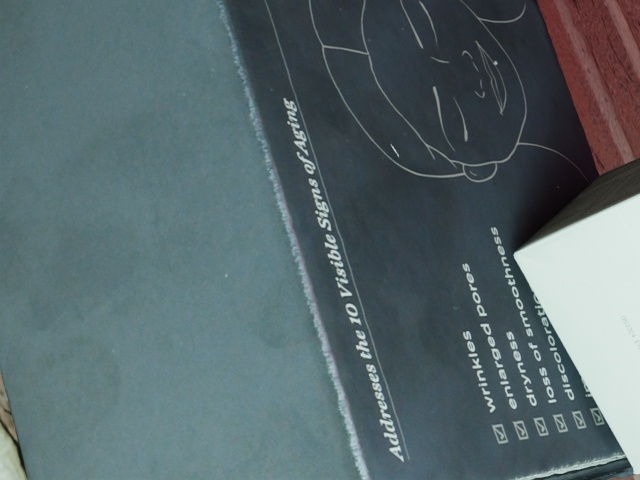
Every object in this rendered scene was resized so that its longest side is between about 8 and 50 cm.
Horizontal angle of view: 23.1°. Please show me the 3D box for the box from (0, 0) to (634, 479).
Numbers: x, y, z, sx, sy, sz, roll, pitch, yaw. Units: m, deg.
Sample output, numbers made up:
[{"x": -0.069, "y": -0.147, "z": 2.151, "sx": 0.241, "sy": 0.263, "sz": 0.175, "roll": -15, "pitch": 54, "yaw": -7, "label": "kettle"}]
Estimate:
[{"x": 0.000, "y": 0.000, "z": 1.226, "sx": 0.472, "sy": 0.297, "sz": 0.480, "roll": 3, "pitch": 66, "yaw": -55, "label": "box"}]

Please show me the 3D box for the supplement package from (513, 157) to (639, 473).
[{"x": 0.287, "y": 0.033, "z": 1.198, "sx": 0.194, "sy": 0.149, "sz": 0.203, "roll": 61, "pitch": 35, "yaw": -4, "label": "supplement package"}]
